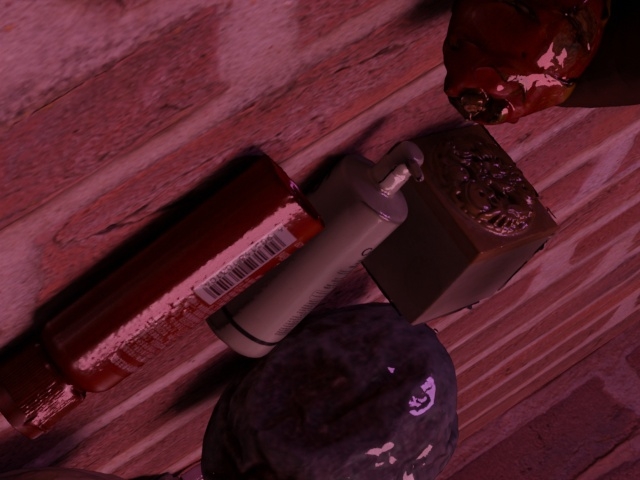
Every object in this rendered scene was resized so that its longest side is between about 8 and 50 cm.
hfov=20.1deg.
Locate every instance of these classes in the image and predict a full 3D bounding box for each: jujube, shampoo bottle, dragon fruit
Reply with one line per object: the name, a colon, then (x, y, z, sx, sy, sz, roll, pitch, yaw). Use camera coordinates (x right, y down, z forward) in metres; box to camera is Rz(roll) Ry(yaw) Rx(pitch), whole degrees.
jujube: (0.011, 0.218, 2.047, 0.308, 0.246, 0.215, -25, 156, -18)
shampoo bottle: (-0.141, 0.049, 1.528, 0.314, 0.076, 0.118, -37, 166, 5)
dragon fruit: (0.188, -0.200, 1.435, 0.125, 0.125, 0.246, 25, 109, -25)
shampoo bottle: (0.000, 0.000, 1.677, 0.262, 0.085, 0.085, -44, 163, 26)

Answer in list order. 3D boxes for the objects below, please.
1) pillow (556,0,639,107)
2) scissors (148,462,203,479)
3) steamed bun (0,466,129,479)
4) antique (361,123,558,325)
pillow: (0.372, -0.200, 1.515, 0.308, 0.108, 0.305, -30, -168, -28)
scissors: (-0.205, 0.324, 2.307, 0.118, 0.030, 0.242, -39, 169, 10)
steamed bun: (-0.303, 0.340, 1.839, 0.280, 0.207, 0.268, 33, 83, -48)
antique: (0.129, -0.022, 1.781, 0.152, 0.147, 0.148, -17, 154, -48)
